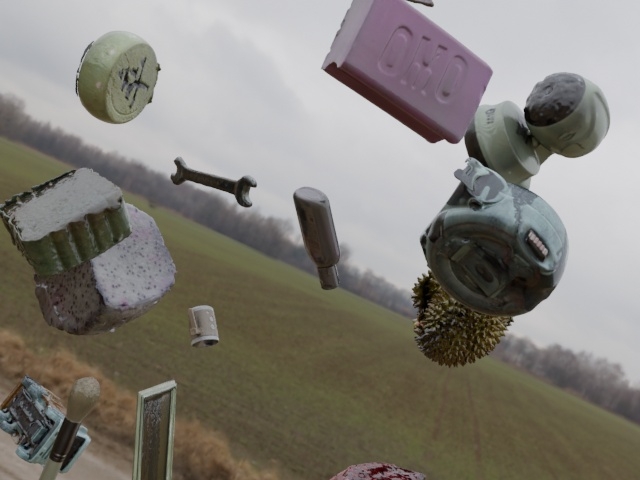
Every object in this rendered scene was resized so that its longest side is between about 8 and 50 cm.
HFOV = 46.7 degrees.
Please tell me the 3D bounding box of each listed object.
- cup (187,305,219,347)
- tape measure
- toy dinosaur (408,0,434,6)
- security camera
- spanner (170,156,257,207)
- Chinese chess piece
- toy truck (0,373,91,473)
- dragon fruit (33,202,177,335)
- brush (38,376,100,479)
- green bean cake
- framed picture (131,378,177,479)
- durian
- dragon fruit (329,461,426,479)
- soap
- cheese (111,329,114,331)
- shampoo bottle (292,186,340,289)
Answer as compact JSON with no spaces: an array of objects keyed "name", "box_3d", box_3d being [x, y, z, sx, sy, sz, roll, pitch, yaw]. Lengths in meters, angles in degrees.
[{"name":"cup","box_3d":[-0.325,0.228,1.973,0.074,0.099,0.102,-30,-29,34]},{"name":"tape measure","box_3d":[0.318,0.015,1.387,0.275,0.147,0.256,36,-40,6]},{"name":"toy dinosaur","box_3d":[0.061,-0.498,1.129,0.206,0.327,0.113,-16,5,-30]},{"name":"security camera","box_3d":[0.458,-0.232,1.541,0.277,0.197,0.191,-21,-50,35]},{"name":"spanner","box_3d":[-0.187,-0.101,1.255,0.015,0.054,0.254,-8,18,-41]},{"name":"Chinese chess piece","box_3d":[-0.409,-0.330,1.509,0.083,0.188,0.188,24,-2,13]},{"name":"toy truck","box_3d":[-0.693,0.469,1.870,0.305,0.136,0.162,21,-19,51]},{"name":"dragon fruit","box_3d":[-0.456,0.064,1.562,0.221,0.204,0.283,-4,64,-49]},{"name":"brush","box_3d":[-0.394,0.328,1.087,0.042,0.299,0.039,27,11,-2]},{"name":"green bean cake","box_3d":[-0.414,-0.029,1.209,0.181,0.173,0.094,30,-37,45]},{"name":"framed picture","box_3d":[-0.305,0.394,1.371,0.014,0.252,0.197,2,-4,7]},{"name":"durian","box_3d":[0.337,0.180,1.785,0.258,0.293,0.258,36,17,-13]},{"name":"dragon fruit","box_3d":[0.068,0.574,1.484,0.152,0.205,0.317,21,12,23]},{"name":"soap","box_3d":[0.113,-0.219,0.941,0.203,0.122,0.065,27,-5,-26]},{"name":"cheese","box_3d":[-0.540,0.141,1.905,0.042,0.191,0.105,-13,-24,20]},{"name":"shampoo bottle","box_3d":[0.000,0.000,1.141,0.080,0.040,0.165,27,-42,51]}]
